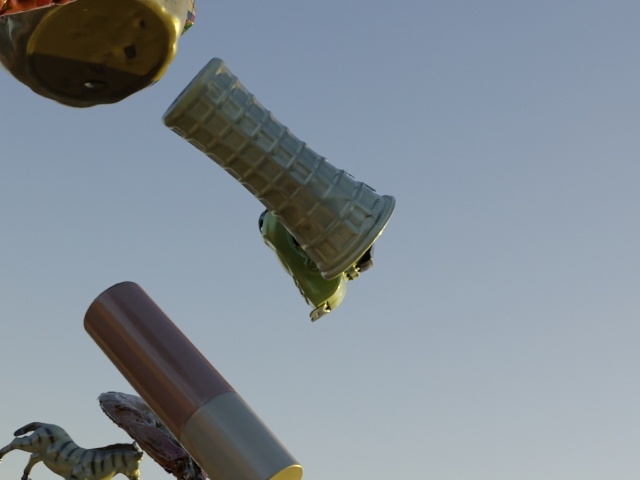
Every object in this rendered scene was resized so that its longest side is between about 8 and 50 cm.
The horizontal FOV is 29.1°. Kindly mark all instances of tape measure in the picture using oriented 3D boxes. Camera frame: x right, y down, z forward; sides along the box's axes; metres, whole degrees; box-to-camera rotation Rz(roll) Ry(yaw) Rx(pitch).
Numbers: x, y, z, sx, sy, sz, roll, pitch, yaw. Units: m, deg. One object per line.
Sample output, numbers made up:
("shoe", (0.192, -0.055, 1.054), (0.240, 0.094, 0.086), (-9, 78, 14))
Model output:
("tape measure", (0.000, 0.000, 1.738), (0.177, 0.154, 0.087), (54, -5, 18))

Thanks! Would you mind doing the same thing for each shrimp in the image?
("shrimp", (-0.216, 0.271, 1.671), (0.154, 0.062, 0.294), (29, -3, -32))

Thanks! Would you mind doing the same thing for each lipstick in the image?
("lipstick", (-0.121, 0.144, 1.139), (0.254, 0.070, 0.070), (44, -7, 28))

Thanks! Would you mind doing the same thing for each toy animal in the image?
("toy animal", (-0.418, 0.369, 2.072), (0.217, 0.176, 0.073), (37, -6, 9))

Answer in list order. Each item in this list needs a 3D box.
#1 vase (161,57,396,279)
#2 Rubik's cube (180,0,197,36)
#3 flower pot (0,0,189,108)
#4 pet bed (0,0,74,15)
("vase", (-0.057, -0.098, 1.580), (0.299, 0.143, 0.143), (42, -28, -12))
("Rubik's cube", (-0.268, -0.401, 2.130), (0.111, 0.111, 0.093), (17, 3, -10))
("flower pot", (-0.266, -0.274, 1.355), (0.246, 0.195, 0.246), (-17, -34, -12))
("pet bed", (-0.215, -0.248, 0.992), (0.201, 0.054, 0.201), (-20, -11, -4))
